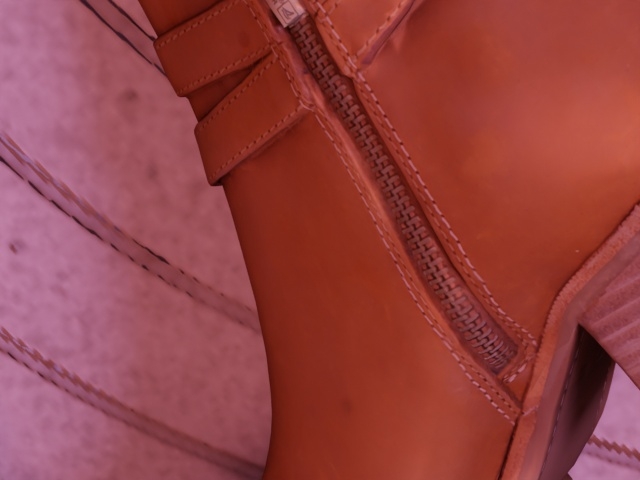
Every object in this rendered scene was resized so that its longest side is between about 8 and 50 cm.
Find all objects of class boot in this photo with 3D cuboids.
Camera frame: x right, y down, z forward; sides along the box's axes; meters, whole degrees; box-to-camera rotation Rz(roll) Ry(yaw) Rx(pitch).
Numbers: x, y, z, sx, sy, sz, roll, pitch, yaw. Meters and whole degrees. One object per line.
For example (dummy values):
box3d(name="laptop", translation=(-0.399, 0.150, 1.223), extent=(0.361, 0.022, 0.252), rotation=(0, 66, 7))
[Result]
box3d(name="boot", translation=(0.000, 0.000, 0.466), extent=(0.220, 0.109, 0.283), rotation=(51, 131, 0))
